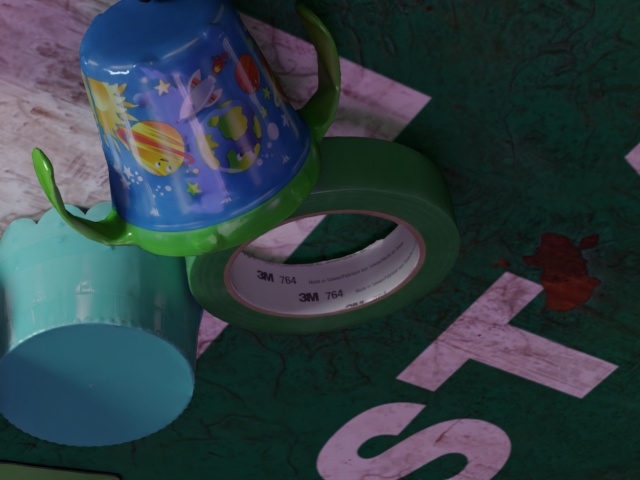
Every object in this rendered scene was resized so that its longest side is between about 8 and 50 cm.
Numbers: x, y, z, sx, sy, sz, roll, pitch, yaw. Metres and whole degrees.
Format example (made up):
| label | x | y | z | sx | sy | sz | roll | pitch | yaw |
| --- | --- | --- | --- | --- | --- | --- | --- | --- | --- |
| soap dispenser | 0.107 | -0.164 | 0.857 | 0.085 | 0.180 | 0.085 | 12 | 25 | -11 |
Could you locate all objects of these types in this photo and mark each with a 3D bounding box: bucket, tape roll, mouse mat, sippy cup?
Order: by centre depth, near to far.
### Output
| label | x | y | z | sx | sy | sz | roll | pitch | yaw |
| --- | --- | --- | --- | --- | --- | --- | --- | --- | --- |
| sippy cup | -0.140 | -0.139 | 1.750 | 0.240 | 0.305 | 0.224 | 4 | 133 | 31 |
| tape roll | 0.000 | 0.000 | 1.968 | 0.321 | 0.077 | 0.321 | -8 | 149 | -5 |
| bucket | -0.274 | 0.108 | 2.015 | 0.281 | 0.183 | 0.281 | -4 | 138 | -3 |
| mouse mat | -0.392 | 0.372 | 2.418 | 0.190 | 0.007 | 0.152 | 10 | 135 | -16 |

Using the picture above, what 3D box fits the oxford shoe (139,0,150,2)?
| label | x | y | z | sx | sy | sz | roll | pitch | yaw |
| --- | --- | --- | --- | --- | --- | --- | --- | --- | --- |
| oxford shoe | -0.224 | -0.324 | 1.645 | 0.096 | 0.083 | 0.227 | -3 | 140 | 23 |
